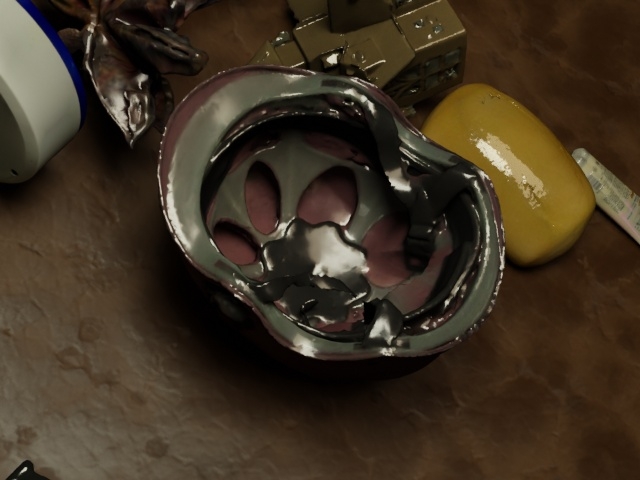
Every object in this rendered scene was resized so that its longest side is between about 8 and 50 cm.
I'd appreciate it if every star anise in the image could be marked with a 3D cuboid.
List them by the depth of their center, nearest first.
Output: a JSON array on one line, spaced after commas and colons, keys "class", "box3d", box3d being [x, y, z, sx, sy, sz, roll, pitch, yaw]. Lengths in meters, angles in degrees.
[{"class": "star anise", "box3d": [-0.191, -0.207, 1.203, 0.282, 0.212, 0.129, 25, 12, 35]}]

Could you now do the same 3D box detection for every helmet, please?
[{"class": "helmet", "box3d": [0.000, 0.000, 1.177, 0.338, 0.197, 0.271, 27, 65, 1]}]

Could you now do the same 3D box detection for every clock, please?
[{"class": "clock", "box3d": [-0.325, -0.157, 1.114, 0.230, 0.230, 0.083, 38, 62, 1]}]

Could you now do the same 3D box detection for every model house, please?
[{"class": "model house", "box3d": [0.011, -0.221, 1.327, 0.248, 0.176, 0.181, -25, 64, -7]}]

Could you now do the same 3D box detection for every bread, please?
[{"class": "bread", "box3d": [0.210, -0.079, 1.357, 0.217, 0.098, 0.147, 44, 61, 6]}]

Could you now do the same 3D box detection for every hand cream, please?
[{"class": "hand cream", "box3d": [0.340, -0.051, 1.431, 0.143, 0.039, 0.061, 41, 50, -8]}]

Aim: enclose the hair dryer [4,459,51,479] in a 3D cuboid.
[{"class": "hair dryer", "box3d": [-0.306, 0.216, 0.918, 0.116, 0.302, 0.244, 11, 47, 36]}]
